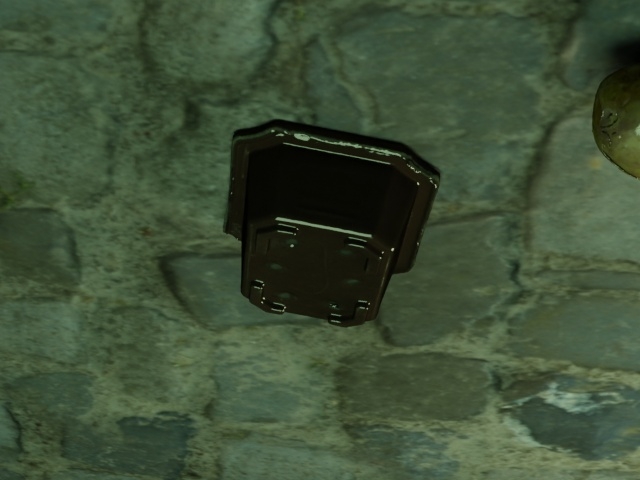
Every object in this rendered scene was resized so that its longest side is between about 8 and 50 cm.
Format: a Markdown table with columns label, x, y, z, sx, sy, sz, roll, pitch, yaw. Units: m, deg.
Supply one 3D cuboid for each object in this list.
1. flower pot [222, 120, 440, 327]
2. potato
| label | x | y | z | sx | sy | sz | roll | pitch | yaw |
| --- | --- | --- | --- | --- | --- | --- | --- | --- | --- |
| flower pot | 0.000 | 0.000 | 1.591 | 0.179 | 0.084 | 0.251 | 10 | 154 | 0 |
| potato | 0.270 | -0.075 | 1.335 | 0.170 | 0.080 | 0.107 | 28 | 151 | -23 |
